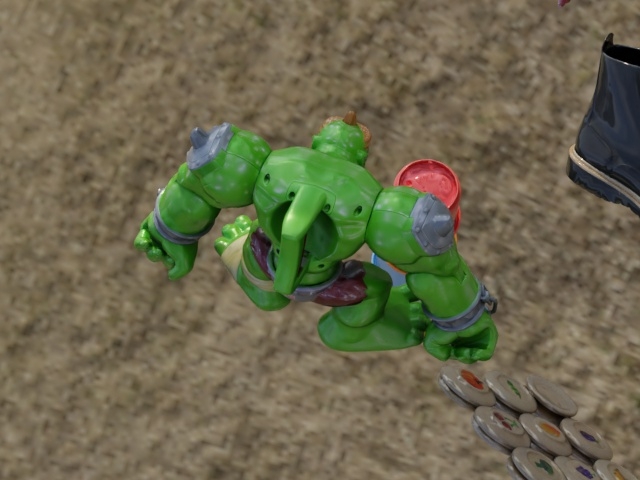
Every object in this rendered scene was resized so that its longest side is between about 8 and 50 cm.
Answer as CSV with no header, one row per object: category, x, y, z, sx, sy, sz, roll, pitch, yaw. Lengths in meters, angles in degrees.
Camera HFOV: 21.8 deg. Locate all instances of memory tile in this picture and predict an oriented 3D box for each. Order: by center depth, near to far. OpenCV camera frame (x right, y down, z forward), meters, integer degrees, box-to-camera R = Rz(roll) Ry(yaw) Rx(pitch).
memory tile,0.136,0.122,0.936,0.012,0.113,0.148,-57,45,19

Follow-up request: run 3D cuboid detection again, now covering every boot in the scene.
boot,0.307,-0.082,1.422,0.198,0.077,0.137,25,126,25

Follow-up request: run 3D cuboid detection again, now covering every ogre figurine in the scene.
ogre figurine,0.000,0.000,0.861,0.197,0.118,0.097,36,61,19

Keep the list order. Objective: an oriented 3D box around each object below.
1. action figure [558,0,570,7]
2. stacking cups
action figure,0.352,-0.393,1.751,0.248,0.276,0.370,27,85,43
stacking cups,0.101,0.009,1.678,0.316,0.096,0.096,101,170,-66
